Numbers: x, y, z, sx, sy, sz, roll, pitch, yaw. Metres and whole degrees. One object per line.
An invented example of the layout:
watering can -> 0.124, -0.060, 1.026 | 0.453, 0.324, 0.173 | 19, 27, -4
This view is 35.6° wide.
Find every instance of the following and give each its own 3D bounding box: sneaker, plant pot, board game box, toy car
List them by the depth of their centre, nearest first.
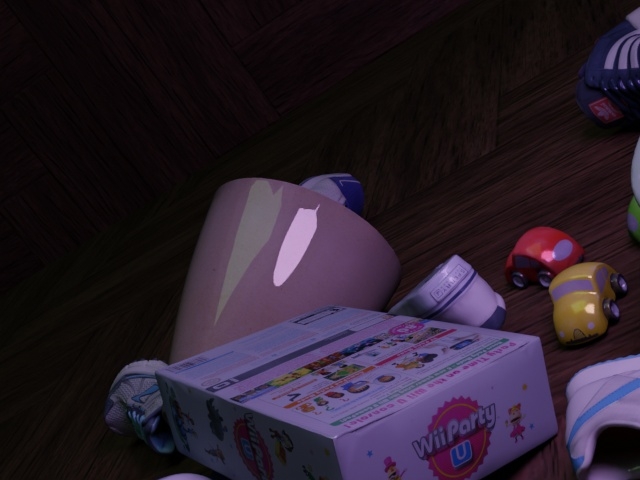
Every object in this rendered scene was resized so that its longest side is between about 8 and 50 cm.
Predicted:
sneaker -> 0.279, 0.113, 0.707 | 0.228, 0.087, 0.092 | -34, 22, 33
board game box -> 0.021, 0.146, 0.904 | 0.224, 0.098, 0.303 | -20, 13, -32
toy car -> 0.301, -0.005, 1.024 | 0.225, 0.053, 0.239 | -35, 16, 5
sneaker -> 0.135, 0.082, 1.071 | 0.094, 0.091, 0.258 | -42, -4, -3
plant pot -> -0.068, 0.112, 1.178 | 0.256, 0.256, 0.274 | -15, 43, 51
sneaker -> 0.400, -0.189, 1.238 | 0.148, 0.131, 0.350 | -38, 9, 18
sneaker -> -0.214, 0.227, 1.330 | 0.283, 0.110, 0.122 | -22, 25, 40
sneaker -> -0.001, 0.000, 1.527 | 0.182, 0.128, 0.315 | 13, 26, 33

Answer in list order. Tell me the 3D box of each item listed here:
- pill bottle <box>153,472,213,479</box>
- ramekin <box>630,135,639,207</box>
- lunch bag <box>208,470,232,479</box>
pill bottle -> -0.147, 0.289, 0.944 | 0.221, 0.124, 0.124 | -30, 15, 50
ramekin -> 0.407, -0.070, 0.752 | 0.303, 0.148, 0.303 | -39, 21, 18
lunch bag -> -0.064, 0.245, 0.988 | 0.067, 0.098, 0.065 | -25, 16, 49
